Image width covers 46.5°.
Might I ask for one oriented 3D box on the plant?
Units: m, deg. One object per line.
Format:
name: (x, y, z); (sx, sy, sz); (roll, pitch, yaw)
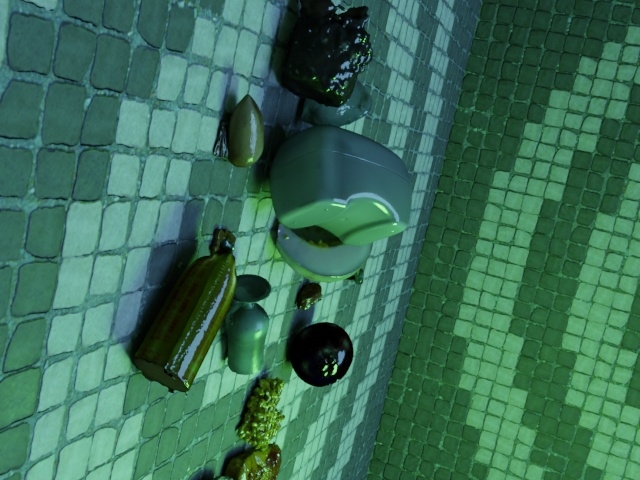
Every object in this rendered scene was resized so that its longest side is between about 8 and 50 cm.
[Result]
plant: (0.016, -0.418, 1.629); (0.178, 0.204, 0.234); (132, -26, -79)

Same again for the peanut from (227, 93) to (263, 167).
peanut: (-0.148, -0.215, 1.473); (0.076, 0.076, 0.152); (-42, 145, -59)

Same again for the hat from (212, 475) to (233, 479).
hat: (-0.292, 0.697, 1.808); (0.244, 0.149, 0.214); (-31, 147, -9)

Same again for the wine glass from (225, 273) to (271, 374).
wine glass: (-0.168, 0.197, 1.705); (0.103, 0.103, 0.231); (-50, 152, -51)

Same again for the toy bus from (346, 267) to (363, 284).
toy bus: (0.050, 0.029, 2.188); (0.335, 0.121, 0.123); (59, 38, -65)

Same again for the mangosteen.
mangosteen: (0.002, 0.330, 2.217); (0.230, 0.194, 0.194); (-123, -135, -78)

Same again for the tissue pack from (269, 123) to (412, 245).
tissue pack: (0.051, -0.138, 1.748); (0.333, 0.229, 0.236); (16, 65, -42)

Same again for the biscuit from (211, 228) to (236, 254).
biscuit: (-0.206, 0.007, 1.576); (0.092, 0.016, 0.082); (-41, 137, -61)

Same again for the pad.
pad: (-0.293, 0.139, 1.444); (0.113, 0.006, 0.188); (70, 39, -61)

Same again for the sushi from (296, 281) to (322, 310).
sushi: (-0.031, 0.162, 2.160); (0.118, 0.061, 0.060); (-27, 142, -40)

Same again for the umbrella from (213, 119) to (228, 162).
umbrella: (-0.193, -0.193, 1.452); (0.031, 0.020, 0.083); (1, 108, -31)

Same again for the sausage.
sausage: (-0.235, 0.121, 1.407); (0.125, 0.117, 0.317); (99, 13, -66)

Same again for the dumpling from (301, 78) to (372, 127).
dumpling: (0.040, -0.348, 1.828); (0.105, 0.149, 0.217); (-31, -147, 52)

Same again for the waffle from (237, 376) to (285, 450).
waffle: (-0.148, 0.467, 2.029); (0.193, 0.070, 0.197); (74, 36, -57)

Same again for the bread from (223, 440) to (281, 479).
bread: (-0.185, 0.630, 2.041); (0.271, 0.077, 0.139); (17, 87, -71)

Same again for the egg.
egg: (0.004, 0.018, 1.926); (0.271, 0.206, 0.162); (-24, 171, -27)
